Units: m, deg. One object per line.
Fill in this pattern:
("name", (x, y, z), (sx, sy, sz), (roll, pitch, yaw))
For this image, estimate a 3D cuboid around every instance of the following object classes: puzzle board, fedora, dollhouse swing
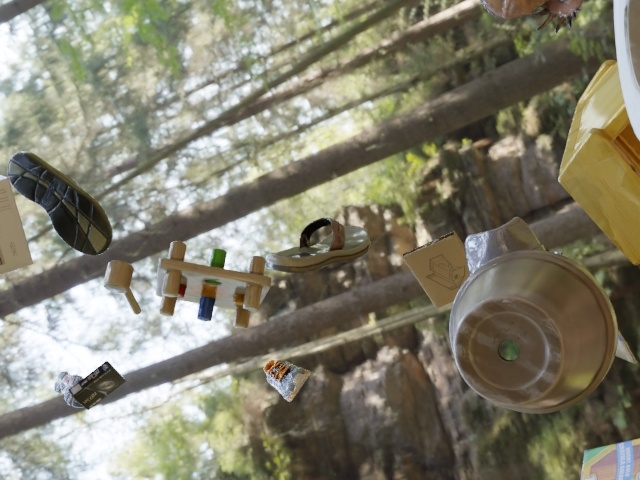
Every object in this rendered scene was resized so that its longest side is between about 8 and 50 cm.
("puzzle board", (0.612, 0.208, 1.711), (0.096, 0.011, 0.128), (55, 167, -21))
("fedora", (0.407, 0.025, 1.786), (0.124, 0.244, 0.275), (69, -166, 5))
("dollhouse swing", (0.629, -0.212, 1.464), (0.315, 0.305, 0.347), (45, -142, -9))

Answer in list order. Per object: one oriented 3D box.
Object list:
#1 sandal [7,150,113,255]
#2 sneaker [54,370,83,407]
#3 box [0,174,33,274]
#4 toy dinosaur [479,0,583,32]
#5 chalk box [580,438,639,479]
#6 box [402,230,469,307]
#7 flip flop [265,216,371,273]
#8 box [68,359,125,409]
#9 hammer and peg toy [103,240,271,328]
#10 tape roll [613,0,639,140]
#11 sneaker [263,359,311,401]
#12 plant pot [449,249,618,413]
("sandal", (-0.575, -0.095, 1.809), (0.303, 0.120, 0.086), (44, -164, 7))
("sneaker", (-0.548, 0.338, 1.830), (0.071, 0.170, 0.068), (23, -96, -35))
("box", (-0.676, -0.018, 1.541), (0.119, 0.181, 0.182), (14, 120, 56))
("toy dinosaur", (0.428, -0.507, 1.640), (0.200, 0.296, 0.127), (76, -175, -51))
("chalk box", (0.690, 0.515, 1.611), (0.179, 0.289, 0.180), (36, -129, -14))
("box", (0.349, 0.084, 2.237), (0.201, 0.164, 0.021), (54, -155, -23))
("flip flop", (0.000, 0.000, 1.473), (0.277, 0.112, 0.080), (-15, -76, -52))
("box", (-0.392, 0.255, 1.408), (0.018, 0.083, 0.067), (44, 164, 31))
("hammer and peg toy", (-0.309, 0.099, 1.865), (0.266, 0.361, 0.127), (121, 158, -67))
("tape roll", (0.453, -0.268, 1.021), (0.286, 0.100, 0.286), (-7, -90, -78))
("sneaker", (-0.086, 0.322, 1.888), (0.083, 0.084, 0.215), (41, 163, -5))
("plant pot", (0.373, 0.185, 1.482), (0.280, 0.323, 0.323), (-7, -103, -67))
